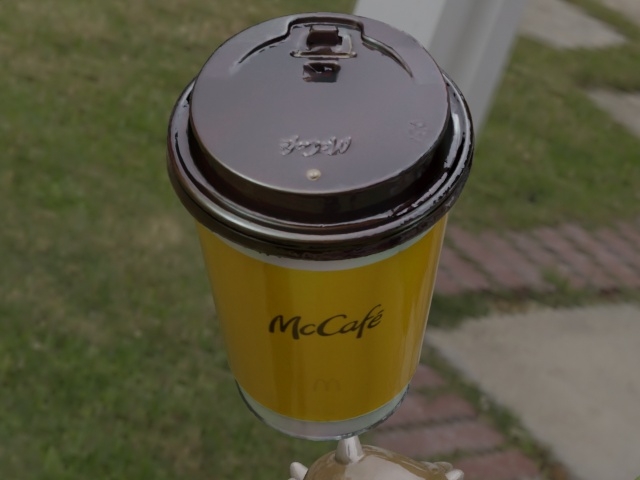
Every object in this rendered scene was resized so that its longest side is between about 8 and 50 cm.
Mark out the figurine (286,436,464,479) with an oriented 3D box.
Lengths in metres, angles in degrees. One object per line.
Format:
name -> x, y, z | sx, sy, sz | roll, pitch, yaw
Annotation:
figurine -> 0.074, 0.273, 1.601 | 0.247, 0.177, 0.173 | 19, 54, 0

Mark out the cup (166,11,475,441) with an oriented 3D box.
cup -> 0.000, 0.000, 1.213 | 0.196, 0.279, 0.196 | 0, 47, 0

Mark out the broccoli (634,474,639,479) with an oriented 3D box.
broccoli -> 0.415, 0.232, 1.486 | 0.302, 0.249, 0.375 | 44, 20, -34
